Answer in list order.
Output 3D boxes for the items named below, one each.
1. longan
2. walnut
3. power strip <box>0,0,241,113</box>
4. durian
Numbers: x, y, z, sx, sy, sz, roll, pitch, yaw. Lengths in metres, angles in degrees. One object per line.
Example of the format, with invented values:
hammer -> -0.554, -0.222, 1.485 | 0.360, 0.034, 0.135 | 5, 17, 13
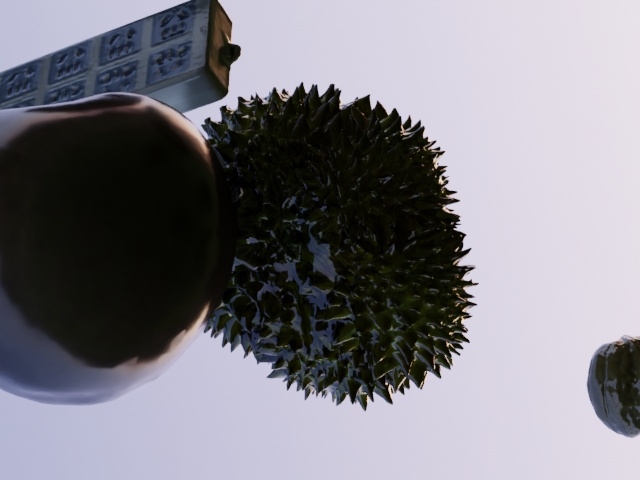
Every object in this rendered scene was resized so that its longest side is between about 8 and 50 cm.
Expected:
longan -> -0.179, -0.003, 1.400 | 0.248, 0.248, 0.248 | 31, -133, -40
walnut -> 0.272, 0.125, 1.634 | 0.092, 0.092, 0.092 | 31, -133, -40
power strip -> -0.240, -0.116, 1.665 | 0.043, 0.367, 0.106 | 55, -155, -41
durian -> 0.000, -0.002, 1.580 | 0.291, 0.291, 0.224 | 53, -143, -18
